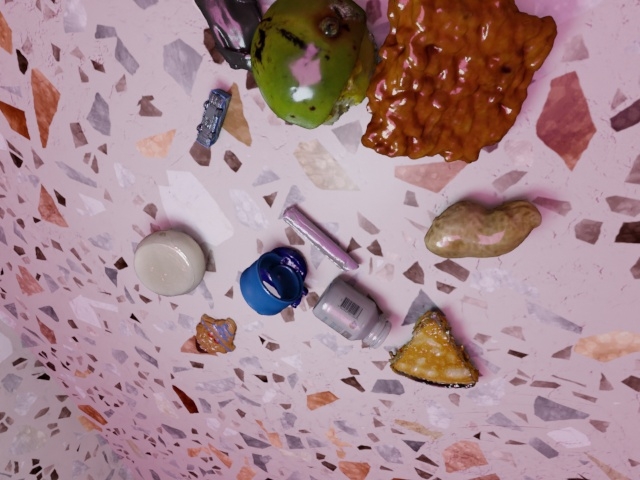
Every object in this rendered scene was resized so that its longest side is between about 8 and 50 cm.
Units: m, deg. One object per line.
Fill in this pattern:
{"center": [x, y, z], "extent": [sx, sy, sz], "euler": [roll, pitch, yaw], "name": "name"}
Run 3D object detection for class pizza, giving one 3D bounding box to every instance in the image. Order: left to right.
{"center": [0.306, 0.330, 1.197], "extent": [0.251, 0.074, 0.287], "euler": [-19, 109, 31], "name": "pizza"}

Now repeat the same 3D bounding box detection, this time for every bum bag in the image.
{"center": [-0.215, -0.531, 0.907], "extent": [0.142, 0.079, 0.326], "euler": [-17, 108, 22], "name": "bum bag"}

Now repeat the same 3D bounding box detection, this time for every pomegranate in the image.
{"center": [-0.029, -0.354, 0.836], "extent": [0.260, 0.260, 0.341], "euler": [53, 152, -13], "name": "pomegranate"}

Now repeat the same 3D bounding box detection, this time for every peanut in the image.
{"center": [0.367, -0.026, 0.929], "extent": [0.253, 0.122, 0.137], "euler": [-3, 110, 22], "name": "peanut"}

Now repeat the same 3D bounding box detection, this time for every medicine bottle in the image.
{"center": [0.096, 0.220, 1.183], "extent": [0.215, 0.135, 0.135], "euler": [36, 126, 0], "name": "medicine bottle"}

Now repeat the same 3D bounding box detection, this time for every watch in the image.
{"center": [-0.133, 0.130, 1.191], "extent": [0.196, 0.200, 0.171], "euler": [41, 123, 1], "name": "watch"}

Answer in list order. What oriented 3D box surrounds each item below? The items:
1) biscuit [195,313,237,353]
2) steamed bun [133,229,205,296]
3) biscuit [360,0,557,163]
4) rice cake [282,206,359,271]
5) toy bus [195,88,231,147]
{"center": [-0.415, 0.374, 1.561], "extent": [0.183, 0.043, 0.280], "euler": [48, 123, -5], "name": "biscuit"}
{"center": [-0.487, 0.066, 1.336], "extent": [0.232, 0.145, 0.231], "euler": [3, 115, 7], "name": "steamed bun"}
{"center": [0.252, -0.299, 0.765], "extent": [0.318, 0.110, 0.312], "euler": [2, 128, -16], "name": "biscuit"}
{"center": [0.000, 0.000, 1.143], "extent": [0.270, 0.055, 0.049], "euler": [42, 122, -2], "name": "rice cake"}
{"center": [-0.283, -0.323, 1.066], "extent": [0.051, 0.061, 0.153], "euler": [33, 125, 4], "name": "toy bus"}
